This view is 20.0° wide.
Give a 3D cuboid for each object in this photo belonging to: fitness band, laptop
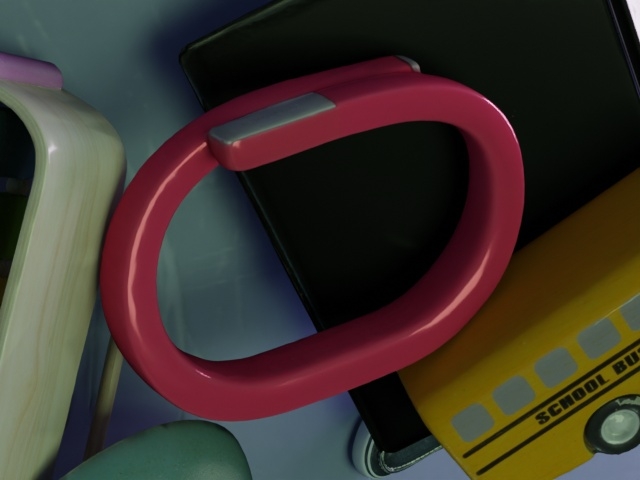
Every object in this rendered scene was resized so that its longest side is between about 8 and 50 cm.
[{"bbox_3d":[0.000,0.000,1.134,0.291,0.054,0.209,-18,123,-27],"label":"fitness band"},{"bbox_3d":[0.138,-0.125,1.301,0.382,0.236,0.408,64,33,-36],"label":"laptop"}]

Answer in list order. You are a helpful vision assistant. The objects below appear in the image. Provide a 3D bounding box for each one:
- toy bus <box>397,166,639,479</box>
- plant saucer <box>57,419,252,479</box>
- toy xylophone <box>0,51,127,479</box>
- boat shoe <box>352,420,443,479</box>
[{"bbox_3d":[0.220,0.037,1.230,0.333,0.108,0.130,-35,124,7],"label":"toy bus"},{"bbox_3d":[-0.148,0.257,1.170,0.317,0.044,0.317,-38,150,-27],"label":"plant saucer"},{"bbox_3d":[-0.186,0.054,1.076,0.236,0.081,0.322,31,75,-74],"label":"toy xylophone"},{"bbox_3d":[0.111,0.124,1.378,0.183,0.083,0.065,-40,129,-19],"label":"boat shoe"}]
